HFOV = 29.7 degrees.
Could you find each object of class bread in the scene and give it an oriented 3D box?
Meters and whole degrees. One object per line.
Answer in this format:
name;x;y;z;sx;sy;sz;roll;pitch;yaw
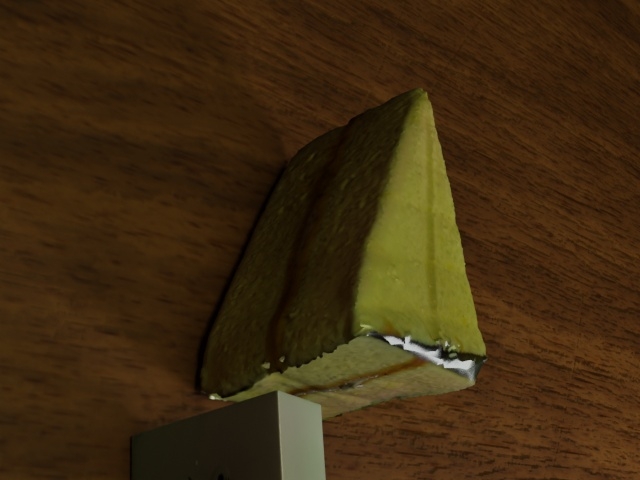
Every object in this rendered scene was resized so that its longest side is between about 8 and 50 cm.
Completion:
bread;0.000;-0.003;0.934;0.163;0.168;0.264;20;53;-48

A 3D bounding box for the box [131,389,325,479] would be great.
box;-0.059;0.177;0.769;0.051;0.130;0.129;26;51;-48
